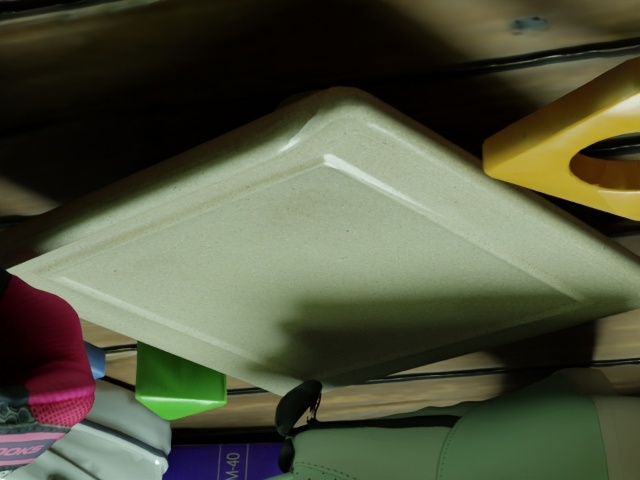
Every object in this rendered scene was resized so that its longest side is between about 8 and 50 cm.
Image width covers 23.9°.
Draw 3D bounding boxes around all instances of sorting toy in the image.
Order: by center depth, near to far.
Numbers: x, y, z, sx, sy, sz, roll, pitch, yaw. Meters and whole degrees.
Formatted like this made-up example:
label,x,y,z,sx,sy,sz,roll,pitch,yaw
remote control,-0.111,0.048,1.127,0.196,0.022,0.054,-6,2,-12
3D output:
label,x,y,z,sx,sy,sz,roll,pitch,yaw
sorting toy,0.000,0.000,0.513,0.347,0.047,0.196,-19,152,39

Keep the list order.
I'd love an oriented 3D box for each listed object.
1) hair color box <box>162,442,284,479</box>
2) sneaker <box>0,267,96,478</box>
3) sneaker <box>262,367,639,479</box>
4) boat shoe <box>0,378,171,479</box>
label,x,y,z,sx,sy,sz,roll,pitch,yaw
hair color box,-0.159,0.188,0.848,0.339,0.110,0.185,-4,156,11
sneaker,-0.153,-0.033,0.374,0.112,0.121,0.299,-19,140,1
sneaker,0.046,0.099,0.615,0.151,0.094,0.256,-4,170,3
boat shoe,-0.182,0.090,0.664,0.096,0.088,0.267,-19,147,38
